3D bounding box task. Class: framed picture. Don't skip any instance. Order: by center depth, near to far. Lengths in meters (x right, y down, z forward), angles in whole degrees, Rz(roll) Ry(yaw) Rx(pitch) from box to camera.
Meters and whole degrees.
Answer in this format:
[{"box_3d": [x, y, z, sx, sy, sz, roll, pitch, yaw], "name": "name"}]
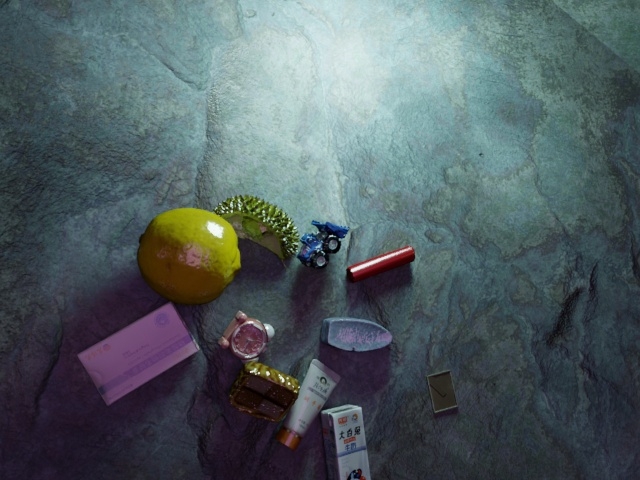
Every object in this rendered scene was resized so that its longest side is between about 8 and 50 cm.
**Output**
[{"box_3d": [0.481, 0.597, 2.076, 0.109, 0.011, 0.149, -9, 85, -16], "name": "framed picture"}]

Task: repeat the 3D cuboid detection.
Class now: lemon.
[{"box_3d": [-0.436, 0.050, 1.746, 0.347, 0.348, 0.348, 2, 82, -15], "name": "lemon"}]

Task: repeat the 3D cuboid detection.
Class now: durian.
[{"box_3d": [-0.223, -0.057, 1.944, 0.355, 0.157, 0.169, 31, 112, -9], "name": "durian"}]

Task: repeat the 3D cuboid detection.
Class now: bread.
[{"box_3d": [-0.196, 0.530, 1.840, 0.222, 0.096, 0.181, 26, 108, -11], "name": "bread"}]

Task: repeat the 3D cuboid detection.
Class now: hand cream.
[{"box_3d": [-0.046, 0.600, 1.906, 0.139, 0.089, 0.314, 36, 69, -20], "name": "hand cream"}]

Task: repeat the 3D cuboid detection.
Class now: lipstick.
[{"box_3d": [0.238, 0.092, 2.047, 0.279, 0.073, 0.073, -18, 88, -17], "name": "lipstick"}]

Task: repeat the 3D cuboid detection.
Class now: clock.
[{"box_3d": [-0.261, 0.350, 1.877, 0.162, 0.092, 0.166, 36, 80, -17], "name": "clock"}]

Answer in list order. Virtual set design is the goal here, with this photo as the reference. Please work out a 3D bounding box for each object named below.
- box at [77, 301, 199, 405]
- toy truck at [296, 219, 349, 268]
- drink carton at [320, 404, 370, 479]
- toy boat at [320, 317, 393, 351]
[{"box_3d": [-0.612, 0.377, 1.787, 0.343, 0.065, 0.200, -31, 91, -16], "name": "box"}, {"box_3d": [0.000, 0.000, 1.960, 0.208, 0.113, 0.126, -50, 116, -18], "name": "toy truck"}, {"box_3d": [0.090, 0.764, 1.894, 0.130, 0.106, 0.315, -4, 83, -30], "name": "drink carton"}, {"box_3d": [0.144, 0.358, 1.984, 0.282, 0.078, 0.127, 8, 78, -13], "name": "toy boat"}]
